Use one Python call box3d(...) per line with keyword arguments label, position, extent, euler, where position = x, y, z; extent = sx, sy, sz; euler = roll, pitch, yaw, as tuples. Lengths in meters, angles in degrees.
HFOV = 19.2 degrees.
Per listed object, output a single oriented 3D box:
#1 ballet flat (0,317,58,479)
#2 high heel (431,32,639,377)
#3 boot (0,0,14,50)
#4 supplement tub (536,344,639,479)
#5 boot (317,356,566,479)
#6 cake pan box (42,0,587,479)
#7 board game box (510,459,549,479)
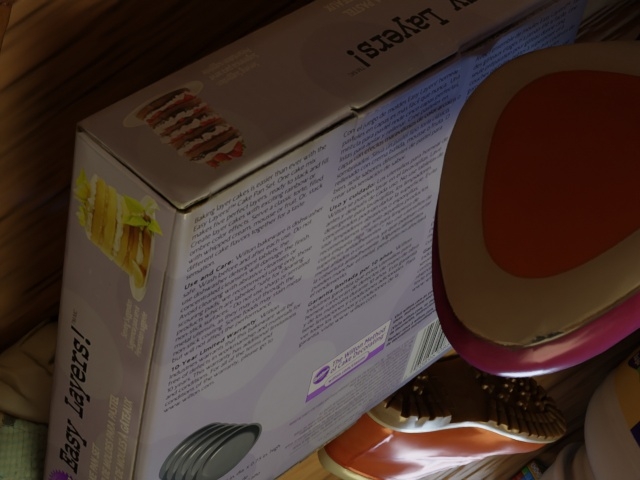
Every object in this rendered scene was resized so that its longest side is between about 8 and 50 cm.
box3d(label="ballet flat", position=(-0.108, 0.076, 0.925), extent=(0.221, 0.077, 0.079), euler=(-3, 118, -44))
box3d(label="high heel", position=(0.147, -0.016, 0.826), extent=(0.377, 0.127, 0.181), euler=(-46, 149, -42))
box3d(label="boot", position=(-0.096, -0.088, 0.636), extent=(0.264, 0.096, 0.280), euler=(3, 118, -41))
box3d(label="supplement tub", position=(0.316, 0.116, 1.162), extent=(0.331, 0.241, 0.241), euler=(-47, 144, 19))
box3d(label="boot", position=(0.072, 0.113, 1.128), extent=(0.158, 0.059, 0.085), euler=(8, 133, -34))
box3d(label="cake pan box", position=(0.000, 0.000, 0.848), extent=(0.267, 0.070, 0.246), euler=(-33, 152, -34))
box3d(label="board game box", position=(0.205, 0.240, 1.285), extent=(0.048, 0.141, 0.170), euler=(-43, 130, 17))
